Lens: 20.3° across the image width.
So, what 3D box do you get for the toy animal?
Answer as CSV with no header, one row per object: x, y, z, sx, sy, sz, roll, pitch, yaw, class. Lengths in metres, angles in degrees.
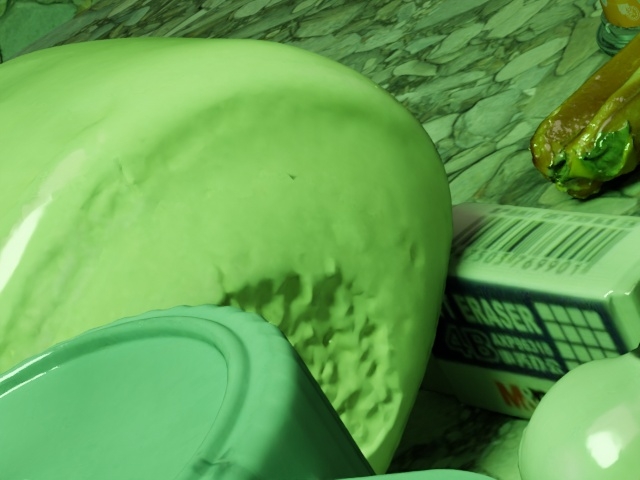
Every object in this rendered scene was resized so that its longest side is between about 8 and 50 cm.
0.189,0.103,0.932,0.179,0.138,0.166,-38,38,1,toy animal

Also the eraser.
0.142,0.047,1.130,0.081,0.124,0.279,-40,24,-24,eraser

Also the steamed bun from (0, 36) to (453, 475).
-0.165,0.071,1.110,0.371,0.290,0.456,7,69,51,steamed bun

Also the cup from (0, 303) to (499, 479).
-0.034,0.220,0.724,0.257,0.311,0.331,-38,23,-17,cup

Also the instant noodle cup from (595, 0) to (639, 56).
0.307,-0.262,1.589,0.177,0.125,0.208,-40,24,-24,instant noodle cup

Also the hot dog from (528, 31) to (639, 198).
0.267,-0.126,1.418,0.269,0.072,0.115,-42,25,-23,hot dog
